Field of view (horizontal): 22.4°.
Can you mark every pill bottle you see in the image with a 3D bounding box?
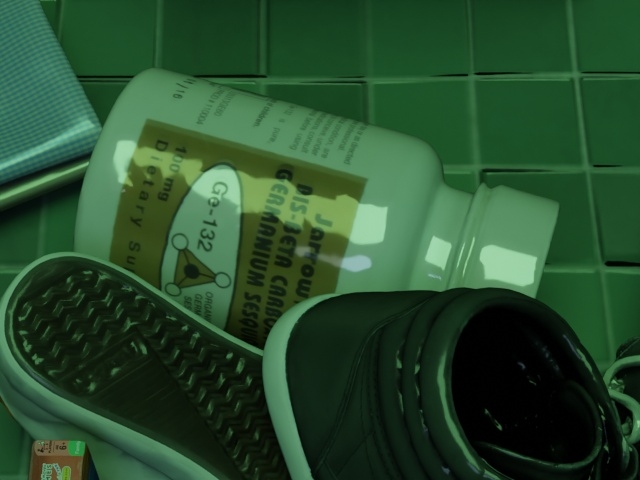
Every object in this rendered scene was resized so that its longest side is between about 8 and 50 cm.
[{"bbox_3d":[0.000,0.000,0.836,0.229,0.131,0.131,15,62,8],"label":"pill bottle"}]

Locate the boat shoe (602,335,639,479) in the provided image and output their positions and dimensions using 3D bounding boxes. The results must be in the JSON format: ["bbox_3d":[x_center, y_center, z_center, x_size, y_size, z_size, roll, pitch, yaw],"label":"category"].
[{"bbox_3d":[0.184,0.085,0.805,0.105,0.113,0.306,13,59,14],"label":"boat shoe"}]

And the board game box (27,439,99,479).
[{"bbox_3d":[-0.115,0.243,0.695,0.027,0.145,0.281,1,61,0],"label":"board game box"}]

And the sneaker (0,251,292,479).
[{"bbox_3d":[-0.038,0.112,0.804,0.290,0.123,0.106,37,62,-6],"label":"sneaker"}]

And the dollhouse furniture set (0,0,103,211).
[{"bbox_3d":[-0.207,-0.153,0.881,0.286,0.198,0.303,-21,64,-11],"label":"dollhouse furniture set"}]

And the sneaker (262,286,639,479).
[{"bbox_3d":[0.083,0.150,0.698,0.104,0.147,0.295,-25,91,-33],"label":"sneaker"}]
